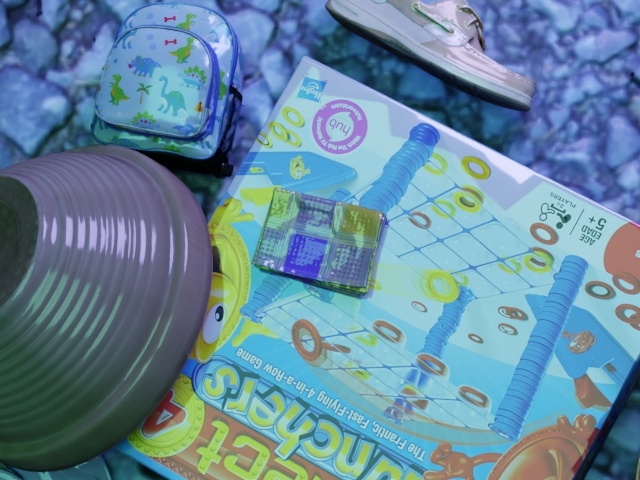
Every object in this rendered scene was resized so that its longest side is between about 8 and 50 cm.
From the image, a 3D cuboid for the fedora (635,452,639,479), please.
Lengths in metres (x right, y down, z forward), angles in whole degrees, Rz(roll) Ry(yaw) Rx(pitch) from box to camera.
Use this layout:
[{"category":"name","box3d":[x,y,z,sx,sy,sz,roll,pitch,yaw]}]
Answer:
[{"category":"fedora","box3d":[0.300,0.169,1.168,0.194,0.079,0.194,-2,77,9]}]

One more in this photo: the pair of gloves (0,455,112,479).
[{"category":"pair of gloves","box3d":[-0.209,0.220,1.272,0.159,0.023,0.198,30,85,14]}]

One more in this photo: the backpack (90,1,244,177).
[{"category":"backpack","box3d":[-0.107,-0.115,1.294,0.105,0.084,0.114,10,77,9]}]

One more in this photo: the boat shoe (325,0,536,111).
[{"category":"boat shoe","box3d":[0.086,-0.150,1.280,0.170,0.063,0.059,30,90,15]}]

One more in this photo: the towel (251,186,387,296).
[{"category":"towel","box3d":[0.000,0.000,1.200,0.083,0.009,0.060,15,82,12]}]

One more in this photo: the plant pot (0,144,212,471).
[{"category":"plant pot","box3d":[-0.198,0.029,1.216,0.237,0.110,0.237,-17,58,28]}]

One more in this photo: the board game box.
[{"category":"board game box","box3d":[0.050,0.077,1.225,0.308,0.086,0.302,28,84,14]}]
